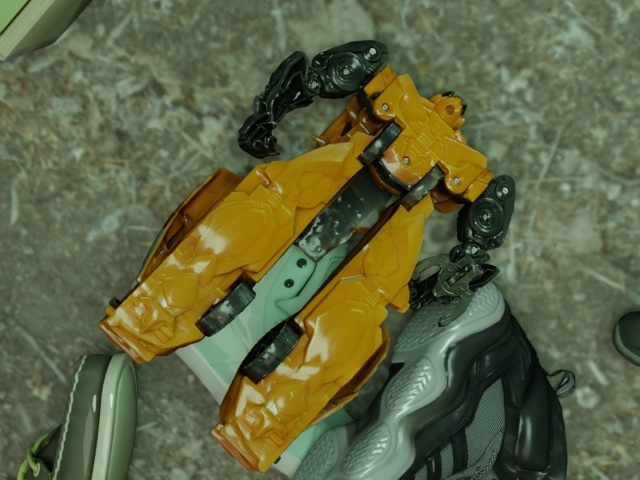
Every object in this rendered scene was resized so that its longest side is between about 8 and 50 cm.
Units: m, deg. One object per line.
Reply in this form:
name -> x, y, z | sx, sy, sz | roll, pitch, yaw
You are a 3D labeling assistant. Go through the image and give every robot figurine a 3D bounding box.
robot figurine -> 0.000, 0.000, 0.691 | 0.211, 0.085, 0.291 | 46, 69, -7

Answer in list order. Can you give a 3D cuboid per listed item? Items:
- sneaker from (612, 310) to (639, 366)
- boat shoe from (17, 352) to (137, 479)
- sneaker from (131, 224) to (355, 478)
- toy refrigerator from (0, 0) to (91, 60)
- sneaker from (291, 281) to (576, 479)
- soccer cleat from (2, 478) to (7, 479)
sneaker -> 0.345, 0.061, 0.710 | 0.267, 0.101, 0.106 | 4, 89, 12
boat shoe -> -0.220, 0.225, 0.878 | 0.091, 0.109, 0.305 | 14, 116, 2
sneaker -> -0.011, 0.080, 0.785 | 0.151, 0.094, 0.256 | -41, 98, 20
toy refrigerator -> -0.276, -0.265, 0.717 | 0.102, 0.094, 0.269 | -41, 97, 22
sneaker -> 0.088, 0.170, 0.746 | 0.153, 0.101, 0.268 | 40, 77, -14
soccer cleat -> -0.304, 0.262, 0.956 | 0.035, 0.029, 0.083 | 34, 111, 9
